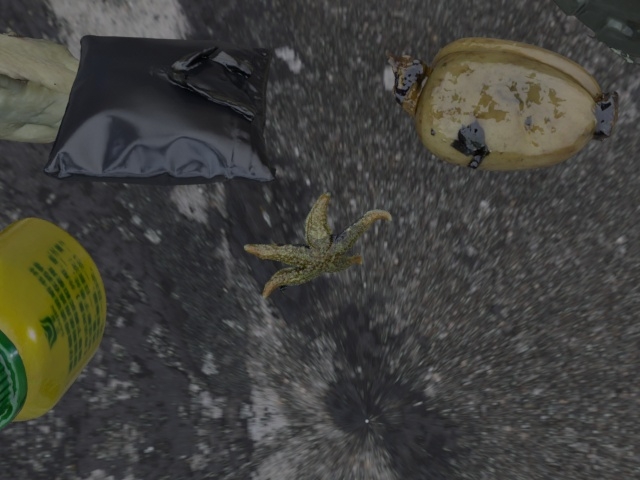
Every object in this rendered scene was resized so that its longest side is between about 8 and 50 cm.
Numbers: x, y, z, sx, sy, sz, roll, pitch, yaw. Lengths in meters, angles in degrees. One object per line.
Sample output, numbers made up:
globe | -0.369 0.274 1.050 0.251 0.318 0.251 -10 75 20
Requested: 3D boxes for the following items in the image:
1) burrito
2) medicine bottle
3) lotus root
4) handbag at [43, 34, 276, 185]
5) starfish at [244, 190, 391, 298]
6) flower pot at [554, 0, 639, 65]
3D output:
burrito | -0.454 -0.210 1.600 0.190 0.332 0.135 46 111 31
medicine bottle | -0.197 0.067 0.730 0.076 0.309 0.111 -22 101 9
lotus root | 0.197 -0.145 1.373 0.256 0.140 0.154 11 46 16
handbag | -0.147 -0.132 1.217 0.211 0.254 0.089 3 126 -4
starfish | 0.000 0.000 1.700 0.208 0.176 0.053 -18 45 -18
flower pot | 0.235 -0.215 0.835 0.235 0.235 0.140 38 75 7
